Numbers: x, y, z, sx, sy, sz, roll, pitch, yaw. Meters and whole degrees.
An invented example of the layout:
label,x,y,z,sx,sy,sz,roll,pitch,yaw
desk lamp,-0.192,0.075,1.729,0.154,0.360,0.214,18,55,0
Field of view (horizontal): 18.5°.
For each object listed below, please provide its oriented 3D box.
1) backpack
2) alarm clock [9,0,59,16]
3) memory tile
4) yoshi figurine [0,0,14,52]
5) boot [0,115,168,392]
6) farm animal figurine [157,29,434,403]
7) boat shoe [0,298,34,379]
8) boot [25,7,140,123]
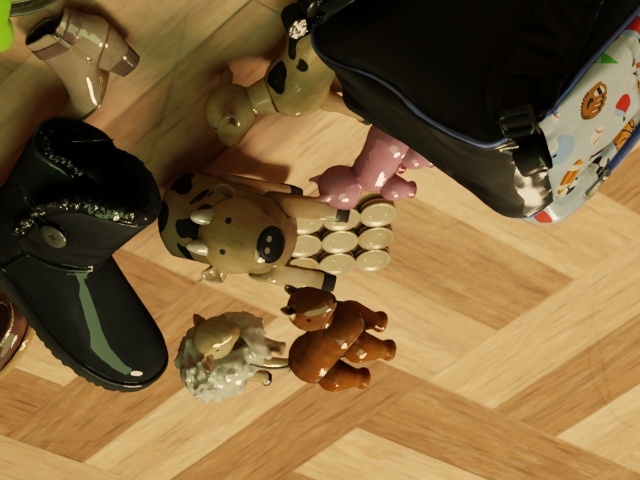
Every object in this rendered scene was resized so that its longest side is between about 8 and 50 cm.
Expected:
label,x,y,z,sx,sy,sz,roll,pitch,yaw
backpack,0.162,-0.162,1.524,0.263,0.276,0.213,-47,146,-8
alarm clock,-0.233,-0.248,1.536,0.192,0.064,0.129,-26,140,24
memory tile,0.000,0.000,1.950,0.148,0.012,0.113,-6,143,-6
yoshi figurine,-0.256,-0.227,1.421,0.362,0.204,0.203,-18,159,3
boot,-0.198,0.017,1.769,0.246,0.094,0.207,45,142,-8
farm animal figurine,-0.052,-0.032,1.737,0.172,0.330,0.326,10,167,-28
boat shoe,-0.369,0.119,1.973,0.073,0.073,0.207,23,132,-38
boot,-0.216,-0.152,1.688,0.087,0.042,0.118,28,128,-31
